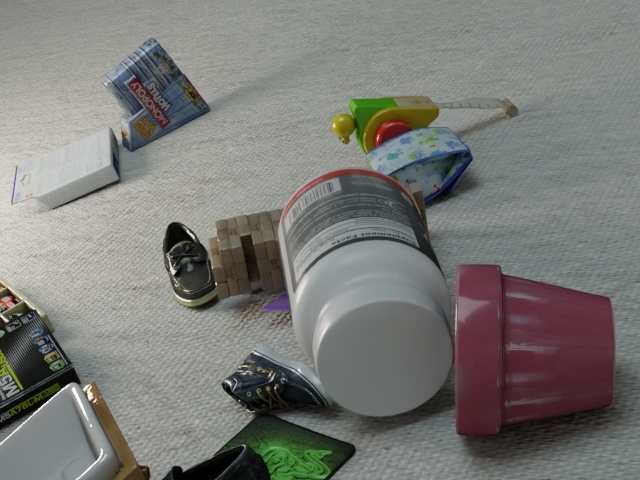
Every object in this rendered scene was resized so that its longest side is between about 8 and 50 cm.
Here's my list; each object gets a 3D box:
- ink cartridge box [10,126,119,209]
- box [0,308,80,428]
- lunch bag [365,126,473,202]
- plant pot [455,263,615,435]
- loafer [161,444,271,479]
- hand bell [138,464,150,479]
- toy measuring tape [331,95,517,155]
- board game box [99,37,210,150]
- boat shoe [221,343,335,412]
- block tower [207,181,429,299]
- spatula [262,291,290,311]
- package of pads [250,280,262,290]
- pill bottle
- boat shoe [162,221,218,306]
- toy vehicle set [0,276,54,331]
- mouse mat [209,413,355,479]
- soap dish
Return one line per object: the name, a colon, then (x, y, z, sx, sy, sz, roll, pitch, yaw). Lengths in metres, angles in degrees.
ink cartridge box: (-0.530, -0.142, 2.630, 0.224, 0.045, 0.223, -22, 27, 1)
box: (-0.490, 0.206, 1.957, 0.184, 0.045, 0.191, -27, 38, -16)
lunch bag: (0.166, -0.125, 2.069, 0.151, 0.096, 0.129, -31, 27, 2)
plant pot: (0.248, 0.129, 1.477, 0.180, 0.201, 0.201, 1, 31, 7)
loafer: (-0.171, 0.309, 1.536, 0.223, 0.078, 0.076, -23, 30, 5)
hand bell: (-0.344, 0.313, 1.665, 0.242, 0.126, 0.126, -3, 30, 7)
toy measuring tape: (0.179, -0.191, 2.209, 0.330, 0.121, 0.121, -2, 25, -13)
board game box: (-0.368, -0.294, 2.684, 0.194, 0.194, 0.060, -43, 31, -9)
boat shoe: (-0.056, 0.202, 1.682, 0.083, 0.065, 0.183, -42, 31, -20)
block tower: (0.000, 0.000, 1.904, 0.336, 0.091, 0.097, -12, 33, -3)
spatula: (0.004, 0.033, 1.967, 0.084, 0.030, 0.296, -3, 32, 28)
package of pads: (-0.082, 0.049, 1.996, 0.083, 0.032, 0.050, -19, 26, 3)
pill bottle: (0.059, 0.063, 1.684, 0.210, 0.210, 0.363, -19, 28, 3)
boat shoe: (-0.222, 0.036, 2.071, 0.080, 0.073, 0.223, -24, 27, -5)
toy vehicle set: (-0.582, 0.144, 2.165, 0.166, 0.035, 0.267, -33, 30, -21)
mouse mat: (-0.065, 0.285, 1.593, 0.190, 0.007, 0.153, 12, 42, 45)
soap dish: (-0.337, 0.330, 1.511, 0.291, 0.118, 0.229, -44, 30, -3)
